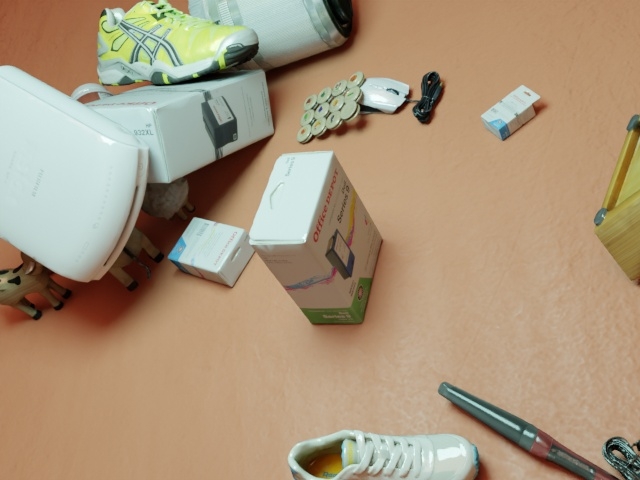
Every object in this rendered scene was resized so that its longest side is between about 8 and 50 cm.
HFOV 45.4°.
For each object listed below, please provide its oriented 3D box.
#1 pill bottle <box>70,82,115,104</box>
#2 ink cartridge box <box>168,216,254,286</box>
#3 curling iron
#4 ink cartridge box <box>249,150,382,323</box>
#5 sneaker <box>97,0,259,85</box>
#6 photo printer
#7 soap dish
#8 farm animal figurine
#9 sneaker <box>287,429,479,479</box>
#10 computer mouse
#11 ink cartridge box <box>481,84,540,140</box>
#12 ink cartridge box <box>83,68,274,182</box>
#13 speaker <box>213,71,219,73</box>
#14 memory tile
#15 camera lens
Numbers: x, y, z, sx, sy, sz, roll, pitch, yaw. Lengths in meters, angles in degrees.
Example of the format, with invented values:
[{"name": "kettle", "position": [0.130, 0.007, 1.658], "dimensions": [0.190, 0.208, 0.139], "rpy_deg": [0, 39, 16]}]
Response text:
[{"name": "pill bottle", "position": [-0.459, -0.239, 1.595], "dimensions": [0.121, 0.121, 0.216], "rpy_deg": [-35, 45, 0]}, {"name": "ink cartridge box", "position": [-0.179, 0.018, 1.277], "dimensions": [0.122, 0.052, 0.089], "rpy_deg": [13, 63, 38]}, {"name": "curling iron", "position": [0.256, 0.221, 0.878], "dimensions": [0.273, 0.035, 0.068], "rpy_deg": [16, 60, 37]}, {"name": "ink cartridge box", "position": [0.000, 0.000, 1.076], "dimensions": [0.093, 0.212, 0.154], "rpy_deg": [-3, 53, 28]}, {"name": "sneaker", "position": [-0.282, -0.366, 1.394], "dimensions": [0.384, 0.147, 0.145], "rpy_deg": [4, 21, 33]}, {"name": "photo printer", "position": [-0.418, -0.097, 1.203], "dimensions": [0.307, 0.107, 0.256], "rpy_deg": [30, 106, 16]}, {"name": "soap dish", "position": [0.439, -0.103, 0.864], "dimensions": [0.118, 0.291, 0.229], "rpy_deg": [28, 66, 1]}, {"name": "farm animal figurine", "position": [-0.429, -0.014, 1.361], "dimensions": [0.326, 0.172, 0.330], "rpy_deg": [10, 61, 35]}, {"name": "sneaker", "position": [0.072, 0.269, 0.905], "dimensions": [0.228, 0.092, 0.088], "rpy_deg": [-13, 48, 19]}, {"name": "computer mouse", "position": [0.115, -0.254, 1.333], "dimensions": [0.192, 0.042, 0.106], "rpy_deg": [8, 60, 34]}, {"name": "ink cartridge box", "position": [0.299, -0.200, 1.194], "dimensions": [0.083, 0.028, 0.048], "rpy_deg": [-37, 46, -1]}, {"name": "ink cartridge box", "position": [-0.261, -0.205, 1.351], "dimensions": [0.223, 0.129, 0.307], "rpy_deg": [4, 23, 31]}, {"name": "speaker", "position": [-0.259, -0.365, 1.627], "dimensions": [0.055, 0.055, 0.136], "rpy_deg": [-38, 45, -3]}, {"name": "memory tile", "position": [0.016, -0.237, 1.365], "dimensions": [0.148, 0.012, 0.113], "rpy_deg": [-19, 49, 40]}, {"name": "camera lens", "position": [-0.087, -0.452, 1.484], "dimensions": [0.274, 0.219, 0.220], "rpy_deg": [-14, 49, 20]}]
